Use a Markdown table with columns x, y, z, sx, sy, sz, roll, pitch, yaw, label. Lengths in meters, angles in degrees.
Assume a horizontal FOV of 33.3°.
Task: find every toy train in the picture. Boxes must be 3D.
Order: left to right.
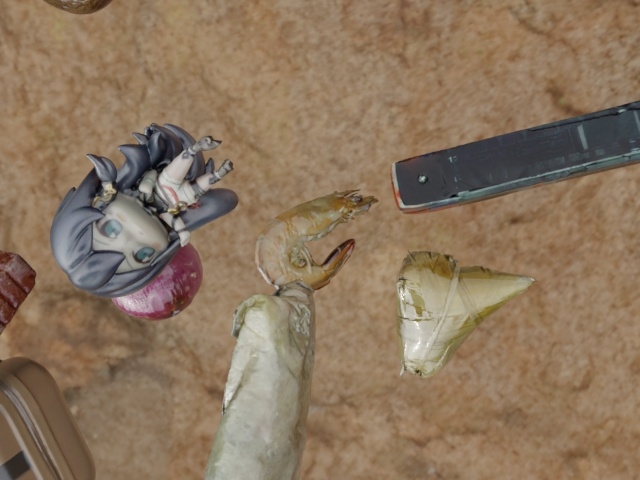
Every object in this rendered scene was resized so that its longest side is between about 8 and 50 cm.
| x | y | z | sx | sy | sz | roll | pitch | yaw | label |
| --- | --- | --- | --- | --- | --- | --- | --- | --- | --- |
| 0.308 | -0.118 | 1.580 | 0.409 | 0.089 | 0.086 | -14 | 83 | 5 | toy train |

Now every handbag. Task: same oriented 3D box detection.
| x | y | z | sx | sy | sz | roll | pitch | yaw | label |
| --- | --- | --- | --- | --- | --- | --- | --- | --- | --- |
| -0.410 | 0.300 | 1.324 | 0.302 | 0.149 | 0.283 | -20 | 104 | 38 | handbag |

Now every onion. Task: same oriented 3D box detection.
| x | y | z | sx | sy | sz | roll | pitch | yaw | label |
| --- | --- | --- | --- | --- | --- | --- | --- | --- | --- |
| -0.304 | 0.063 | 1.953 | 0.177 | 0.177 | 0.153 | -26 | 124 | 37 | onion |

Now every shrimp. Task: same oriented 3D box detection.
| x | y | z | sx | sy | sz | roll | pitch | yaw | label |
| --- | --- | --- | --- | --- | --- | --- | --- | --- | --- |
| 0.002 | -0.001 | 1.663 | 0.133 | 0.236 | 0.053 | 61 | 152 | -2 | shrimp |

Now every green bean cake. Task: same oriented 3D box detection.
| x | y | z | sx | sy | sz | roll | pitch | yaw | label |
| --- | --- | --- | --- | --- | --- | --- | --- | --- | --- |
| -0.395 | 0.069 | 1.176 | 0.136 | 0.135 | 0.056 | 1 | 143 | 35 | green bean cake |

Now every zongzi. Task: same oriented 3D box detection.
| x | y | z | sx | sy | sz | roll | pitch | yaw | label |
| --- | --- | --- | --- | --- | --- | --- | --- | --- | --- |
| 0.206 | 0.114 | 1.540 | 0.197 | 0.099 | 0.194 | 7 | 123 | 12 | zongzi |

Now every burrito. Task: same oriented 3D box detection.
| x | y | z | sx | sy | sz | roll | pitch | yaw | label |
| --- | --- | --- | --- | --- | --- | --- | --- | --- | --- |
| -0.070 | 0.222 | 1.398 | 0.107 | 0.175 | 0.347 | 11 | 92 | 33 | burrito |

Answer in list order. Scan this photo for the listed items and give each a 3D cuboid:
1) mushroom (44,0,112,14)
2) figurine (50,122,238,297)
| x | y | z | sx | sy | sz | roll | pitch | yaw | label |
| --- | --- | --- | --- | --- | --- | --- | --- | --- | --- |
| -0.347 | -0.409 | 1.439 | 0.231 | 0.138 | 0.194 | -12 | 77 | 42 | mushroom |
| -0.234 | -0.044 | 1.408 | 0.265 | 0.197 | 0.175 | -36 | 94 | -3 | figurine |
